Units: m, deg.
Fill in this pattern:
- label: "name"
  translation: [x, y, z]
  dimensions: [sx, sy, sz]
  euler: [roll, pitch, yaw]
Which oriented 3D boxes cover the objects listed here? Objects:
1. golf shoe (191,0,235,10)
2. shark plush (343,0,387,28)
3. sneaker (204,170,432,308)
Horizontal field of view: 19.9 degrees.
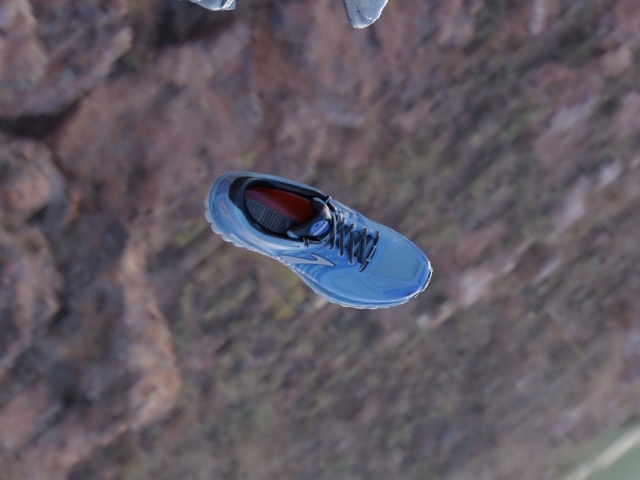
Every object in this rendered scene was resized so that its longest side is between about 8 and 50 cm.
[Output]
- label: "golf shoe"
  translation: [-0.107, -0.187, 0.972]
  dimensions: [0.086, 0.176, 0.069]
  euler: [-5, 128, -33]
- label: "shark plush"
  translation: [0.021, -0.242, 1.356]
  dimensions: [0.073, 0.161, 0.067]
  euler: [-18, 177, -16]
- label: "sneaker"
  translation: [0.000, 0.000, 1.229]
  dimensions: [0.073, 0.162, 0.063]
  euler: [149, -38, -77]
